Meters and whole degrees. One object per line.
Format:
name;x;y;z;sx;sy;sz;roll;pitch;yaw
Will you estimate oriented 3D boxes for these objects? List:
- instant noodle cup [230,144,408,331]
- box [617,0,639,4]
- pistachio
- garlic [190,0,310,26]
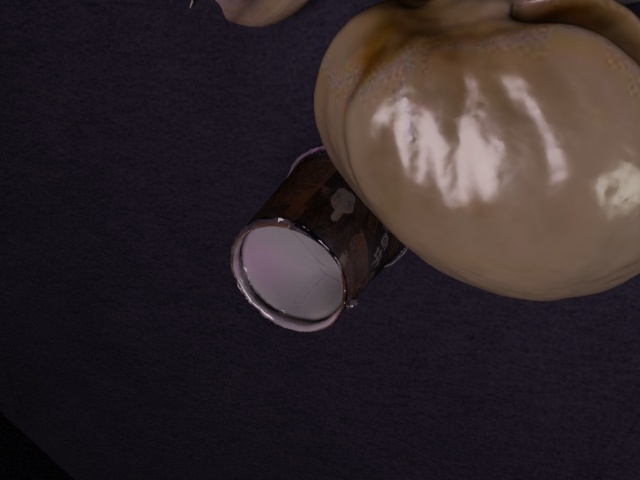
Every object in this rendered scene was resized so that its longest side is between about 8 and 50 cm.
instant noodle cup;0.000;0.000;0.971;0.217;0.207;0.218;14;124;22
box;0.343;-0.300;0.699;0.243;0.055;0.103;-4;116;31
pistachio;0.202;-0.102;0.771;0.445;0.282;0.365;30;139;-15
garlic;-0.079;-0.337;0.884;0.128;0.149;0.266;24;134;-35
